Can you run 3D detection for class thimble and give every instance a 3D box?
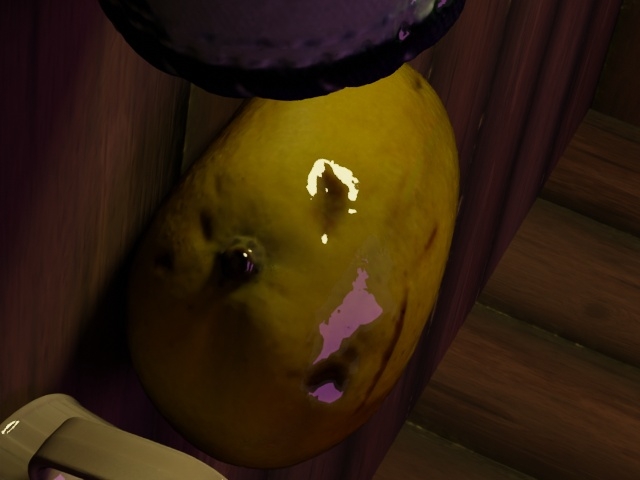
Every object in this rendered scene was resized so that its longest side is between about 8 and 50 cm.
[{"bbox_3d":[-0.019,-0.199,0.942,0.237,0.237,0.150,-60,163,-30],"label":"thimble"}]

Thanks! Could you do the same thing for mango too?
[{"bbox_3d":[0.000,0.000,1.374,0.445,0.220,0.301,-50,156,-61],"label":"mango"}]

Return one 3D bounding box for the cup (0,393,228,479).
[{"bbox_3d":[-0.115,0.229,1.173,0.208,0.273,0.288,-27,140,-60],"label":"cup"}]
